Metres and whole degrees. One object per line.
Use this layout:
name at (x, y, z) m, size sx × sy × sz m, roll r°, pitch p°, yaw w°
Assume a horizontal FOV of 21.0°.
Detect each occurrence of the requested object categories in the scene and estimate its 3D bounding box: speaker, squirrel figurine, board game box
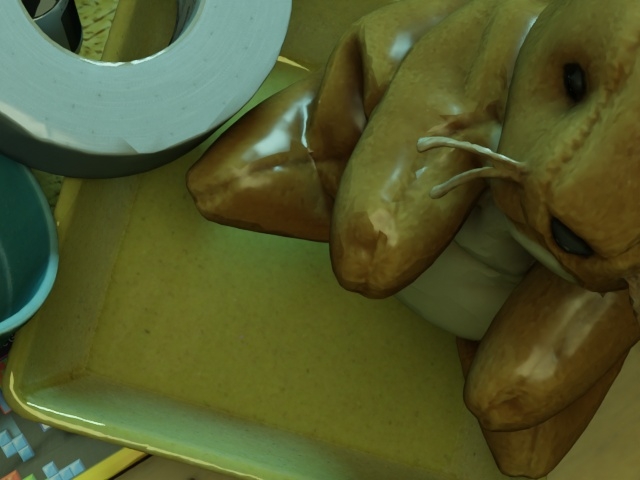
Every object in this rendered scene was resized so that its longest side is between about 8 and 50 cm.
speaker at (-0.184, -0.148, 1.100) m, size 0.055 × 0.136 × 0.055 m, roll 1°, pitch 81°, yaw -4°
squirrel figurine at (0.170, -0.088, 0.915) m, size 0.397 × 0.370 × 0.281 m, roll -42°, pitch 89°, yaw -19°
board game box at (-0.158, 0.088, 1.114) m, size 0.170 × 0.048 × 0.141 m, roll -32°, pitch 86°, yaw -7°

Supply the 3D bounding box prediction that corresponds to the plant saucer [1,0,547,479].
plant saucer at (0.000, 0.000, 1.091) m, size 0.333 × 0.081 × 0.332 m, roll 17°, pitch 73°, yaw -9°

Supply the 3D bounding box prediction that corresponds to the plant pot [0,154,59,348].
plant pot at (-0.331, 0.045, 0.986) m, size 0.272 × 0.271 × 0.255 m, roll 39°, pitch 118°, yaw 2°

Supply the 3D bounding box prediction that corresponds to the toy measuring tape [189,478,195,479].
toy measuring tape at (-0.007, 0.295, 1.062) m, size 0.121 × 0.121 × 0.330 m, roll -31°, pitch 85°, yaw -7°

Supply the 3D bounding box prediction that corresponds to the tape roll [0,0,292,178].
tape roll at (-0.129, -0.149, 1.005) m, size 0.219 × 0.072 × 0.219 m, roll 3°, pitch 80°, yaw -18°
